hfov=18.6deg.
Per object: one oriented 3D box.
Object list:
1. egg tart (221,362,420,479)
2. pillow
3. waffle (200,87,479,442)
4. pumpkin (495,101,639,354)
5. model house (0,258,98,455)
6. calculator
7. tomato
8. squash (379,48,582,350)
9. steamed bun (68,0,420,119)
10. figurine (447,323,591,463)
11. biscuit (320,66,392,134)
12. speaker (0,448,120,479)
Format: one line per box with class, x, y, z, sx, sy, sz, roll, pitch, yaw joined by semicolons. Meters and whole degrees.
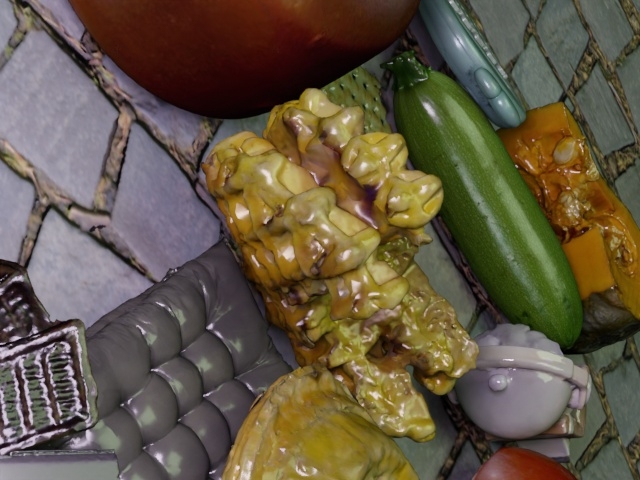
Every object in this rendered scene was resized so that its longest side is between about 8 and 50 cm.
egg tart;0.016;0.242;1.610;0.290;0.115;0.290;11;78;-64
pillow;-0.119;0.155;1.621;0.228;0.101;0.326;63;29;-6
waffle;0.019;0.017;1.731;0.261;0.151;0.324;44;-20;33
pumpkin;0.289;0.003;2.335;0.280;0.139;0.190;55;33;-22
model house;-0.237;0.089;1.413;0.106;0.152;0.165;4;71;-65
calculator;0.170;-0.221;2.271;0.184;0.042;0.295;50;12;-31
tomato;0.236;0.315;2.043;0.228;0.112;0.199;-21;108;-54
squash;0.186;-0.046;2.222;0.395;0.107;0.107;58;32;-14
steamed bun;-0.060;-0.248;1.805;0.379;0.235;0.248;2;69;-58
figurine;0.218;0.152;2.112;0.237;0.162;0.141;38;52;-60
biscuit;0.023;-0.151;2.106;0.203;0.016;0.144;37;44;-43
speaker;-0.211;0.156;1.045;0.218;0.044;0.082;3;70;-30
